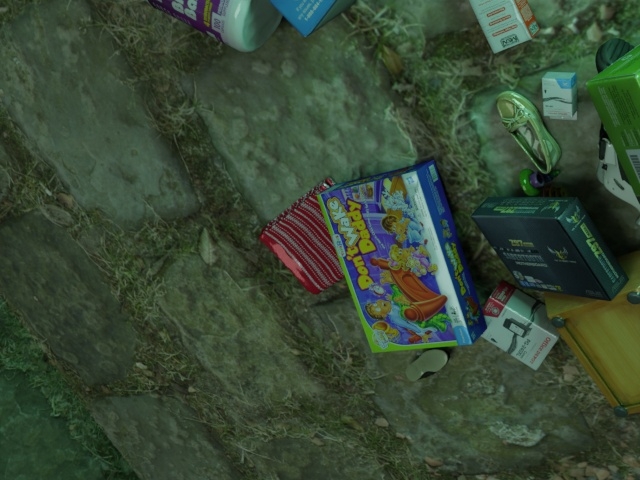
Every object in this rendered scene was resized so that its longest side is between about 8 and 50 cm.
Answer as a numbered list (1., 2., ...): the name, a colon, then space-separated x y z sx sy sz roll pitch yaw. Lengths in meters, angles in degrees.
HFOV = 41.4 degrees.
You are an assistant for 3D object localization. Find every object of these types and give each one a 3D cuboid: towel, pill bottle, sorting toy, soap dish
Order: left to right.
1. pill bottle: -0.221 -0.472 1.518 0.302 0.169 0.169 29 135 15
2. towel: 0.000 0.000 1.828 0.199 0.031 0.275 48 137 -6
3. sorting toy: 0.386 -0.093 1.444 0.102 0.061 0.042 36 142 -26
4. soap dish: 0.552 0.170 1.484 0.229 0.118 0.291 -27 105 45

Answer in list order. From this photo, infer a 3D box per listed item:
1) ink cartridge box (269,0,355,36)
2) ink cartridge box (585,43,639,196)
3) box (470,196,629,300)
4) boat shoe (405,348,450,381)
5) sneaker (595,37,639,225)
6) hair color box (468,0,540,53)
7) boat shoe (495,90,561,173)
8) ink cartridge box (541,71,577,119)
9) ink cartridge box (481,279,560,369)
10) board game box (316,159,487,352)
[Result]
1. ink cartridge box: -0.053 -0.568 1.320 0.395 0.166 0.285 45 137 -1
2. ink cartridge box: 0.517 -0.201 1.162 0.188 0.255 0.097 60 161 -16
3. box: 0.386 0.009 1.449 0.183 0.059 0.233 53 161 -19
4. boat shoe: 0.240 0.268 1.853 0.133 0.042 0.049 -43 67 47
5. sneaker: 0.470 -0.145 1.294 0.146 0.122 0.330 -13 117 46
6. hair color box: 0.277 -0.371 1.319 0.072 0.043 0.141 -14 112 42
7. boat shoe: 0.343 -0.181 1.415 0.056 0.048 0.153 -26 105 45
8. ink cartridge box: 0.385 -0.227 1.363 0.048 0.028 0.083 9 128 32
9. ink cartridge box: 0.386 0.165 1.644 0.150 0.063 0.109 32 136 14
10. board game box: 0.158 0.040 1.647 0.233 0.078 0.347 -12 104 38
